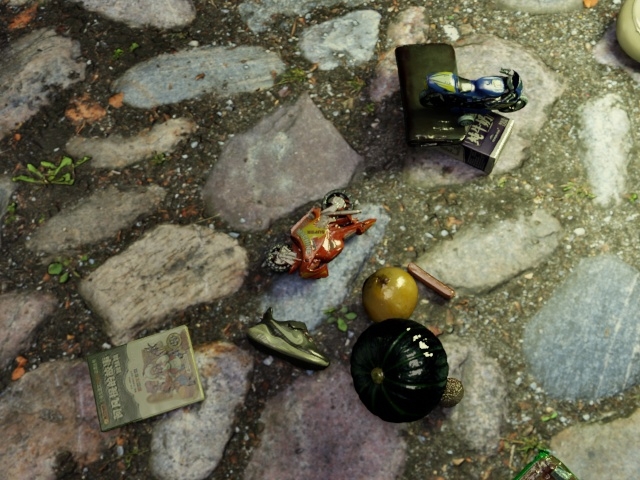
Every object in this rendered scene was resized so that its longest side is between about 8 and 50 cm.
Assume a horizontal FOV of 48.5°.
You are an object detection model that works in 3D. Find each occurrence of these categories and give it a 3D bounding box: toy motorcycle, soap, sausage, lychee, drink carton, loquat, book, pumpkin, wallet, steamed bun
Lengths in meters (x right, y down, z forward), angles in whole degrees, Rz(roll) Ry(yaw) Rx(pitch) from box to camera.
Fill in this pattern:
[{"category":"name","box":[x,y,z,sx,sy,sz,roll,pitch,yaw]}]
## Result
[{"category":"toy motorcycle","box":[0.406,-0.380,1.823,0.316,0.169,0.113,1,71,-15]},{"category":"soap","box":[0.472,0.618,1.613,0.273,0.098,0.218,-39,73,-12]},{"category":"sausage","box":[0.288,0.107,1.850,0.147,0.030,0.035,36,78,15]},{"category":"lychee","box":[0.314,0.370,1.729,0.067,0.068,0.083,49,53,-11]},{"category":"drink carton","box":[0.402,-0.299,1.963,0.222,0.102,0.134,26,75,14]},{"category":"toy motorcycle","box":[-0.001,-0.002,1.875,0.171,0.089,0.298,43,76,15]},{"category":"loquat","box":[0.174,0.142,1.784,0.137,0.163,0.163,-1,68,25]},{"category":"book","box":[-0.444,0.348,1.799,0.264,0.027,0.202,-17,70,-4]},{"category":"pumpkin","box":[0.205,0.304,1.700,0.248,0.248,0.248,-1,69,3]},{"category":"wallet","box":[0.301,-0.400,1.932,0.173,0.045,0.317,-2,67,-1]},{"category":"steamed bun","box":[0.947,-0.599,2.022,0.232,0.145,0.231,2,78,-9]}]

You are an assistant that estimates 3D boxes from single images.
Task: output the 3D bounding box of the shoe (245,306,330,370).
[{"category":"shoe","box":[-0.073,0.246,1.787,0.228,0.099,0.112,19,64,10]}]
